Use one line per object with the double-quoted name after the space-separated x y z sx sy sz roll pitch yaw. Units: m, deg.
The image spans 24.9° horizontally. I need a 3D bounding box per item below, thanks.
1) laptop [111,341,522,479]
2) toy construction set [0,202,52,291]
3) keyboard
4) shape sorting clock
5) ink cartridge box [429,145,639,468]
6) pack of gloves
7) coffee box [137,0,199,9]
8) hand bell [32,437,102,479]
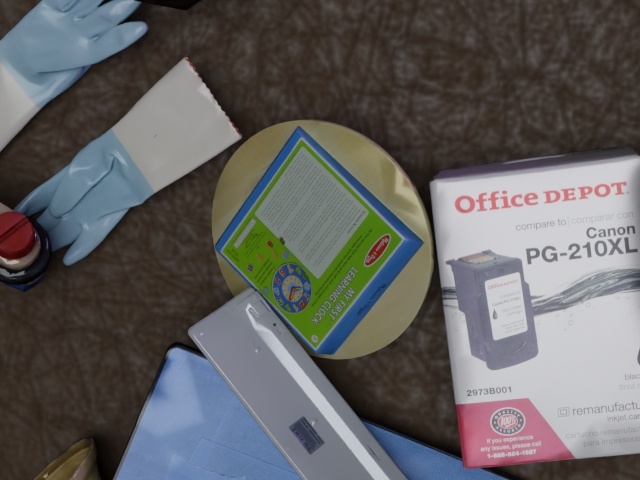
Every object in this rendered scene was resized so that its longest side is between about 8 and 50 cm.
-0.018 0.351 1.109 0.382 0.408 0.236 22 124 -7 "laptop"
-0.390 -0.021 1.155 0.257 0.309 0.237 -33 81 8 "toy construction set"
-0.005 0.154 1.185 0.072 0.014 0.256 -36 81 -22 "keyboard"
0.000 0.000 1.200 0.206 0.040 0.206 9 108 30 "shape sorting clock"
0.187 0.052 1.171 0.172 0.100 0.237 -7 94 9 "ink cartridge box"
-0.204 -0.105 1.248 0.232 0.046 0.195 -36 91 19 "pack of gloves"
-0.163 -0.339 1.147 0.119 0.168 0.297 -34 90 10 "coffee box"
-0.158 0.298 1.260 0.126 0.126 0.242 -42 102 10 "hand bell"
